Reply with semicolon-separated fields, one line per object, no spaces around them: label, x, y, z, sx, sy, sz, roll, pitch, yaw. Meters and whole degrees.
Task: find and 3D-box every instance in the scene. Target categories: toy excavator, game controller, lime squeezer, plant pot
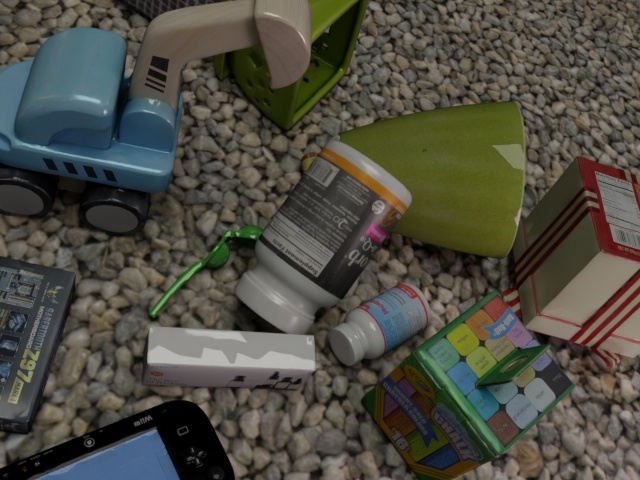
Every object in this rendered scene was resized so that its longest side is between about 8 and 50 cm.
toy excavator;-0.265;-0.208;1.040;0.433;0.445;0.222;10;58;-13
game controller;-0.276;0.325;0.945;0.319;0.067;0.166;-18;67;-28
lime squeezer;-0.141;0.036;1.187;0.310;0.059;0.110;-14;98;-26
plant pot;-0.067;-0.385;1.359;0.207;0.228;0.227;32;55;11
plant pot;0.177;-0.111;1.273;0.293;0.275;0.275;3;58;1

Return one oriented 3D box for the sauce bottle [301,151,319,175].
sauce bottle;-0.006;-0.097;1.309;0.042;0.042;0.128;0;59;-19

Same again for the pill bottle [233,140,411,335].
pill bottle;0.000;0.000;1.116;0.162;0.162;0.278;35;92;4

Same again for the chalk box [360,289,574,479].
chalk box;0.216;0.209;1.051;0.180;0.289;0.179;-30;73;-31

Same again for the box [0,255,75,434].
box;-0.457;0.132;1.002;0.183;0.059;0.233;13;56;-11

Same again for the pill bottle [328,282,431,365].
pill bottle;0.095;0.137;1.176;0.160;0.087;0.087;-25;71;-31

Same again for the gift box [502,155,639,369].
gift box;0.472;0.053;1.252;0.255;0.258;0.276;19;48;-8

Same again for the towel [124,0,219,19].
towel;-0.262;-0.509;1.323;0.235;0.284;0.121;34;56;4

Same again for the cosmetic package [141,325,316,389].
cosmetic package;-0.135;0.176;1.065;0.239;0.099;0.060;5;58;-16
